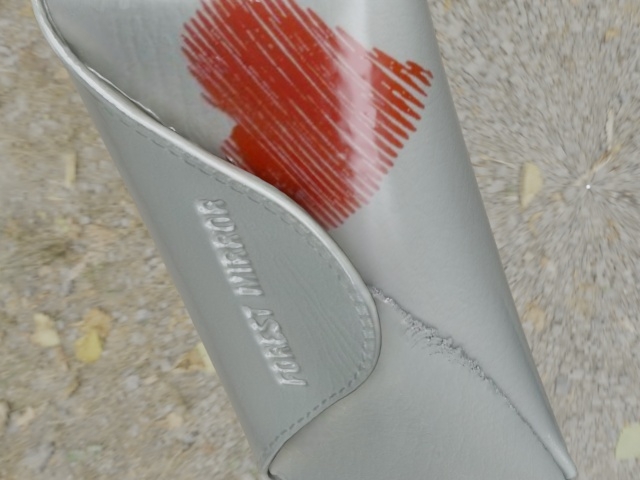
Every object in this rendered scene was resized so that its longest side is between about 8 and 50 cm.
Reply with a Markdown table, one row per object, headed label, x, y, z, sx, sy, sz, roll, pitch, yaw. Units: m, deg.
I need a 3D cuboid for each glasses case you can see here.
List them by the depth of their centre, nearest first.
| label | x | y | z | sx | sy | sz | roll | pitch | yaw |
| --- | --- | --- | --- | --- | --- | --- | --- | --- | --- |
| glasses case | 0.002 | 0.000 | 0.474 | 0.128 | 0.083 | 0.308 | 8 | 133 | 36 |
